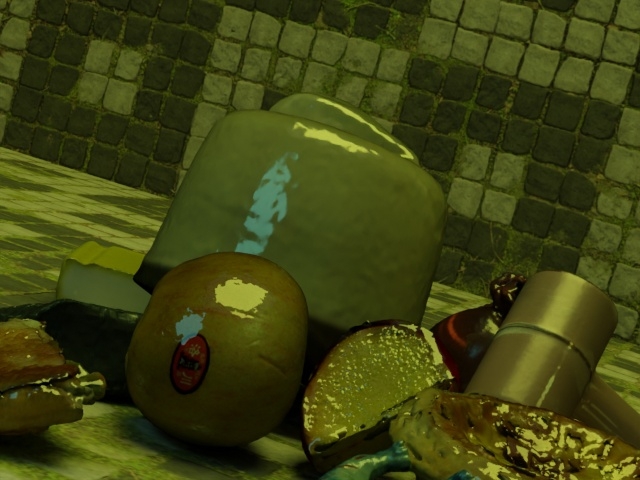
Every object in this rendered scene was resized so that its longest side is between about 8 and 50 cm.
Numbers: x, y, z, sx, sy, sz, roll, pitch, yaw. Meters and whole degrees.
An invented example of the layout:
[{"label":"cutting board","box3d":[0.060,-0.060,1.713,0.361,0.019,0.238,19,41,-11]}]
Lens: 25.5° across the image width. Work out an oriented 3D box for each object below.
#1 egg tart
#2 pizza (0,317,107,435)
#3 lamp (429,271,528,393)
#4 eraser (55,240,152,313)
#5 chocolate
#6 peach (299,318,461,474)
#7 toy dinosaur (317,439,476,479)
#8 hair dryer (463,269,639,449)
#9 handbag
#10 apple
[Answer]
[{"label":"egg tart","box3d":[0.186,0.216,1.159,0.290,0.115,0.290,16,7,-2]},{"label":"pizza","box3d":[-0.266,0.119,1.157,0.147,0.069,0.226,-11,13,-25]},{"label":"lamp","box3d":[0.189,0.147,1.607,0.151,0.223,0.215,8,40,-16]},{"label":"eraser","box3d":[-0.246,0.058,1.800,0.158,0.069,0.226,14,5,-3]},{"label":"chocolate","box3d":[0.000,0.000,1.522,0.326,0.297,0.314,31,-5,2]},{"label":"peach","box3d":[0.052,0.156,1.303,0.127,0.172,0.092,30,-25,29]},{"label":"toy dinosaur","box3d":[0.039,0.206,1.024,0.144,0.076,0.329,-17,10,-5]},{"label":"hair dryer","box3d":[0.303,0.206,1.432,0.344,0.189,0.107,41,-32,-12]},{"label":"handbag","box3d":[-0.219,0.102,1.399,0.270,0.088,0.175,12,-1,-34]},{"label":"apple","box3d":[-0.094,0.097,1.265,0.155,0.182,0.182,11,6,-6]}]
